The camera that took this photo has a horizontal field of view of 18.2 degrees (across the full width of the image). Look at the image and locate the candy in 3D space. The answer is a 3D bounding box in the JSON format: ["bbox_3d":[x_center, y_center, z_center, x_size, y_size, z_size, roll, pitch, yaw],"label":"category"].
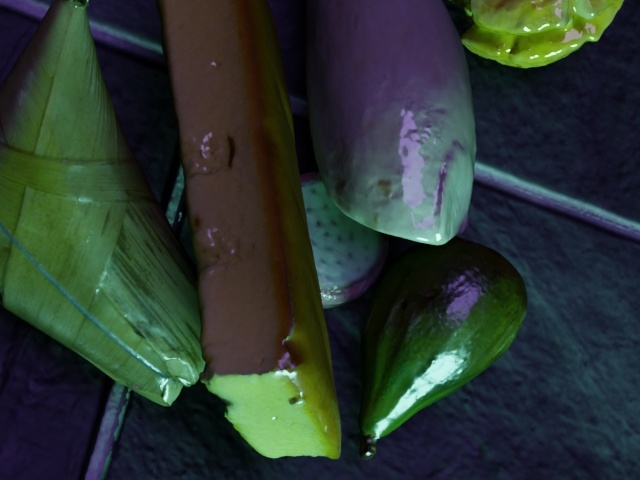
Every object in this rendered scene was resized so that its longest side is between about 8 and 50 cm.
[{"bbox_3d":[0.000,0.000,1.482,0.103,0.043,0.103,7,70,-19],"label":"candy"}]

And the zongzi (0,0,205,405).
[{"bbox_3d":[-0.134,-0.030,1.344,0.228,0.256,0.115,33,33,-8],"label":"zongzi"}]

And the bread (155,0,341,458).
[{"bbox_3d":[-0.053,-0.032,1.384,0.077,0.138,0.361,-13,62,6],"label":"bread"}]

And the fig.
[{"bbox_3d":[0.070,0.076,1.450,0.117,0.117,0.177,43,79,-1],"label":"fig"}]

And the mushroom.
[{"bbox_3d":[0.041,-0.142,1.491,0.128,0.128,0.350,-4,64,-20],"label":"mushroom"}]

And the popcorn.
[{"bbox_3d":[0.173,-0.205,1.553,0.167,0.148,0.152,-51,124,-38],"label":"popcorn"}]
